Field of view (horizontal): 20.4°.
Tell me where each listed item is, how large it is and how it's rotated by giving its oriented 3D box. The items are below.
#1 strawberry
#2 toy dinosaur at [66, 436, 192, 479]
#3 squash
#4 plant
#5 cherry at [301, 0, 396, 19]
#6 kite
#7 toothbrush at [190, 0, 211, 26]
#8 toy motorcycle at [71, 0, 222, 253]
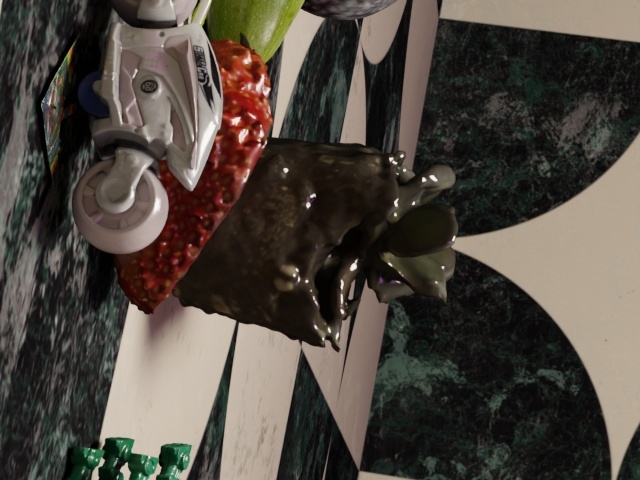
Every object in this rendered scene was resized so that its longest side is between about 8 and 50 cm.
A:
[{"bbox_3d":[-0.125,-0.074,1.490,0.175,0.107,0.236,-35,-148,48],"label":"strawberry"},{"bbox_3d":[-0.177,0.237,1.477,0.259,0.094,0.153,32,62,-71],"label":"toy dinosaur"},{"bbox_3d":[-0.076,-0.195,1.716,0.105,0.105,0.132,-61,168,-67],"label":"squash"},{"bbox_3d":[0.000,0.000,1.710,0.199,0.276,0.188,-101,-163,-81],"label":"plant"},{"bbox_3d":[0.039,-0.373,1.868,0.255,0.218,0.296,-71,177,-47],"label":"cherry"},{"bbox_3d":[-0.193,-0.095,1.308,0.090,0.004,0.122,-18,116,-80],"label":"kite"},{"bbox_3d":[-0.115,-0.179,1.660,0.022,0.026,0.263,-88,-175,-81],"label":"toothbrush"},{"bbox_3d":[-0.127,-0.111,1.363,0.112,0.112,0.254,70,26,-72],"label":"toy motorcycle"}]
